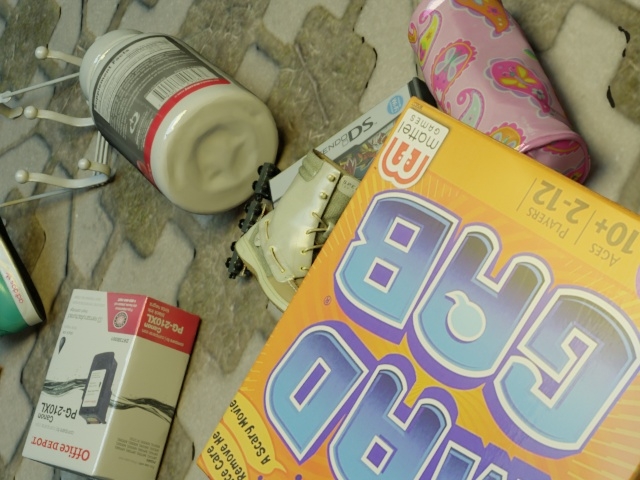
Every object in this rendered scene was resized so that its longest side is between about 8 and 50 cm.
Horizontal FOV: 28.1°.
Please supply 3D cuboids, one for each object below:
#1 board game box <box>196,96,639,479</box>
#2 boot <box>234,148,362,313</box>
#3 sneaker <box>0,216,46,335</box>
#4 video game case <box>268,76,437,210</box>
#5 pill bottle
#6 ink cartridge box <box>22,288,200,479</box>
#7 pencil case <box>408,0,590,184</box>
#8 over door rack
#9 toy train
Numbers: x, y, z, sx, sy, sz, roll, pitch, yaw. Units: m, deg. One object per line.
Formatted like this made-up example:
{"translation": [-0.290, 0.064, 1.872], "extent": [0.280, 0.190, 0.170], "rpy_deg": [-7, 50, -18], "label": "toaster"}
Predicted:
{"translation": [0.197, 0.160, 1.028], "extent": [0.356, 0.356, 0.356], "rpy_deg": [36, 97, 47], "label": "board game box"}
{"translation": [0.000, 0.000, 1.461], "extent": [0.165, 0.077, 0.213], "rpy_deg": [-53, 41, 10], "label": "boot"}
{"translation": [-0.552, 0.030, 1.920], "extent": [0.178, 0.124, 0.295], "rpy_deg": [-28, 77, -5], "label": "sneaker"}
{"translation": [0.053, -0.020, 1.498], "extent": [0.248, 0.035, 0.274], "rpy_deg": [-33, 50, 29], "label": "video game case"}
{"translation": [-0.206, -0.176, 1.727], "extent": [0.176, 0.176, 0.318], "rpy_deg": [-57, 42, 7], "label": "pill bottle"}
{"translation": [-0.273, 0.193, 1.670], "extent": [0.172, 0.100, 0.237], "rpy_deg": [2, 72, 46], "label": "ink cartridge box"}
{"translation": [0.188, -0.153, 1.372], "extent": [0.124, 0.124, 0.284], "rpy_deg": [-41, 47, 23], "label": "pencil case"}
{"translation": [-0.447, -0.170, 2.019], "extent": [0.324, 0.108, 0.239], "rpy_deg": [-18, 58, 39], "label": "over door rack"}
{"translation": [-0.084, -0.023, 1.636], "extent": [0.027, 0.036, 0.158], "rpy_deg": [8, 75, 46], "label": "toy train"}
